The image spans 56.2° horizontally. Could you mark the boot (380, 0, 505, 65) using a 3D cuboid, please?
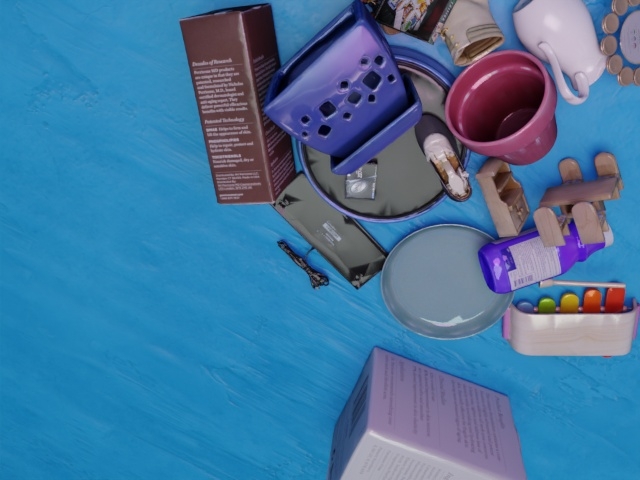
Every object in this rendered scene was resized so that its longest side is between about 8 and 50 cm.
[{"bbox_3d":[0.231,-0.408,1.157,0.213,0.077,0.165,-17,70,13],"label":"boot"}]

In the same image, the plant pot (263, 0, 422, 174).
[{"bbox_3d":[0.053,-0.275,1.118,0.236,0.236,0.212,-37,112,19],"label":"plant pot"}]

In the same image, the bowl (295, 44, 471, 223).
[{"bbox_3d":[0.135,-0.217,1.297,0.392,0.077,0.390,2,113,5],"label":"bowl"}]

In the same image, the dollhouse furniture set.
[{"bbox_3d":[0.472,-0.110,1.237,0.242,0.212,0.161,-7,119,42],"label":"dollhouse furniture set"}]

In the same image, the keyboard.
[{"bbox_3d":[0.000,0.000,1.457,0.201,0.033,0.317,-41,103,16],"label":"keyboard"}]

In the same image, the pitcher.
[{"bbox_3d":[0.454,-0.371,1.134,0.207,0.177,0.125,43,146,-14],"label":"pitcher"}]

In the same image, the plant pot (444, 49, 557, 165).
[{"bbox_3d":[0.372,-0.239,1.172,0.201,0.201,0.180,-35,144,22],"label":"plant pot"}]

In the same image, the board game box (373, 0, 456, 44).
[{"bbox_3d":[0.214,-0.508,1.114,0.136,0.030,0.259,35,104,29],"label":"board game box"}]

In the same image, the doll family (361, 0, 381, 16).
[{"bbox_3d":[0.081,-0.506,1.180,0.193,0.076,0.111,32,111,-10],"label":"doll family"}]

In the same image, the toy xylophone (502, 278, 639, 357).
[{"bbox_3d":[0.602,0.180,1.422,0.323,0.081,0.236,6,116,6],"label":"toy xylophone"}]

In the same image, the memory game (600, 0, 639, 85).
[{"bbox_3d":[0.600,-0.386,1.139,0.186,0.012,0.186,-4,101,-23],"label":"memory game"}]

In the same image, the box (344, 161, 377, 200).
[{"bbox_3d":[0.087,-0.129,1.288,0.067,0.018,0.083,5,114,3],"label":"box"}]

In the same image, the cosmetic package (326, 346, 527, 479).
[{"bbox_3d":[0.250,0.543,1.511,0.394,0.329,0.327,21,116,-1],"label":"cosmetic package"}]

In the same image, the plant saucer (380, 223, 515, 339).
[{"bbox_3d":[0.305,0.098,1.450,0.318,0.043,0.317,3,115,6],"label":"plant saucer"}]

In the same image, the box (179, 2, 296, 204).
[{"bbox_3d":[-0.161,-0.283,1.253,0.143,0.191,0.381,0,115,14],"label":"box"}]

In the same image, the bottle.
[{"bbox_3d":[0.500,0.025,1.333,0.283,0.092,0.118,-19,102,0],"label":"bottle"}]

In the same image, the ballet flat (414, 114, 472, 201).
[{"bbox_3d":[0.257,-0.163,1.228,0.074,0.074,0.203,-25,109,19],"label":"ballet flat"}]
